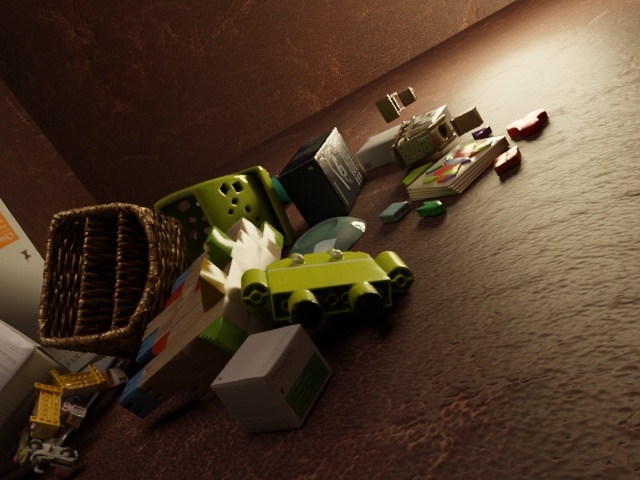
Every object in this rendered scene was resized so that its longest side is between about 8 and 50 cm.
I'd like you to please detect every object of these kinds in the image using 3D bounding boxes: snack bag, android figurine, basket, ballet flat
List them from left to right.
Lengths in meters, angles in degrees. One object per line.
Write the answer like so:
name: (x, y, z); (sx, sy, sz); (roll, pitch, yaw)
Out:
snack bag: (-0.589, 0.384, 1.261); (0.343, 0.037, 0.323); (-27, 17, 16)
basket: (-0.413, 0.072, 1.267); (0.213, 0.223, 0.299); (-23, 59, 37)
ballet flat: (-0.121, -0.154, 1.842); (0.087, 0.083, 0.247); (-27, 13, -34)
android figurine: (0.006, 0.060, 0.928); (0.248, 0.056, 0.273); (-6, 14, -4)

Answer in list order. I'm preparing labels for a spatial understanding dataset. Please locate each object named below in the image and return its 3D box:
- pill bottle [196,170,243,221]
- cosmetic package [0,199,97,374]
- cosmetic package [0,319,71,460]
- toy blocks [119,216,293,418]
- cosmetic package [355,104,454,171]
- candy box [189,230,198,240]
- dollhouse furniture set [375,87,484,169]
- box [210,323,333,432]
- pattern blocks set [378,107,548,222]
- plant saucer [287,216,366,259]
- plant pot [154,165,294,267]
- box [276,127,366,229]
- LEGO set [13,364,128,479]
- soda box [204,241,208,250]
pill bottle: (-0.256, -0.111, 1.816); (0.160, 0.160, 0.283); (-41, 18, -24)
cosmetic package: (-0.706, 0.130, 1.340); (0.162, 0.453, 0.230); (-23, 15, 36)
cosmetic package: (-0.658, 0.314, 1.077); (0.385, 0.217, 0.156); (-57, -18, -24)
toy blocks: (-0.196, 0.136, 1.045); (0.261, 0.191, 0.381); (-41, 23, 21)
cosmetic package: (0.207, -0.250, 1.538); (0.239, 0.060, 0.099); (-18, 22, 41)
candy box: (-0.383, 0.058, 1.667); (0.053, 0.109, 0.186); (-14, 24, 46)
dollhouse furniture set: (0.221, -0.267, 1.345); (0.182, 0.161, 0.101); (-25, 11, 43)
box: (-0.060, 0.175, 0.791); (0.102, 0.087, 0.101); (-20, 21, 38)
pattern blocks set: (0.263, -0.141, 1.193); (0.285, 0.026, 0.325); (-12, 27, 50)
plant saucer: (0.000, 0.000, 1.260); (0.195, 0.037, 0.195); (-31, 16, 10)
plant pot: (-0.206, -0.040, 1.421); (0.207, 0.227, 0.228); (-31, 12, -35)
box: (0.008, -0.145, 1.447); (0.108, 0.153, 0.207); (-25, 18, 27)
LEGO set: (-0.454, 0.310, 1.106); (0.107, 0.132, 0.287); (-58, 7, 16)
soda box: (-0.289, 0.056, 1.583); (0.058, 0.061, 0.181); (-27, 18, 19)
